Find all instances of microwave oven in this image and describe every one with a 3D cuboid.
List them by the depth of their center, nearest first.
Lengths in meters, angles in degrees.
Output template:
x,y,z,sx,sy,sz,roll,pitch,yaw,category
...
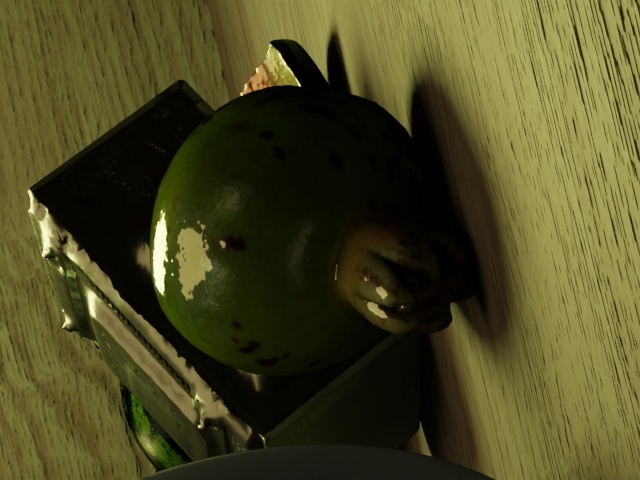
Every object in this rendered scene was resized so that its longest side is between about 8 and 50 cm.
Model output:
x,y,z,sx,sy,sz,roll,pitch,yaw,category
-0.080,0.063,1.548,0.295,0.181,0.237,45,162,23,microwave oven

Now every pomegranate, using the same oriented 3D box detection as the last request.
x,y,z,sx,sy,sz,roll,pitch,yaw,category
0.000,0.000,1.228,0.248,0.202,0.202,22,132,45,pomegranate

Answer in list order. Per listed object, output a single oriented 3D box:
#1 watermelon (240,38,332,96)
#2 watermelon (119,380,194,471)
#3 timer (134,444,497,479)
x,y,z,sx,sy,sz,roll,pitch,yaw,category
-0.019,-0.094,1.655,0.145,0.137,0.193,-55,31,31,watermelon
-0.064,0.122,1.803,0.269,0.269,0.269,167,90,-85,watermelon
-0.018,0.257,0.966,0.395,0.395,0.173,-111,7,-60,timer
